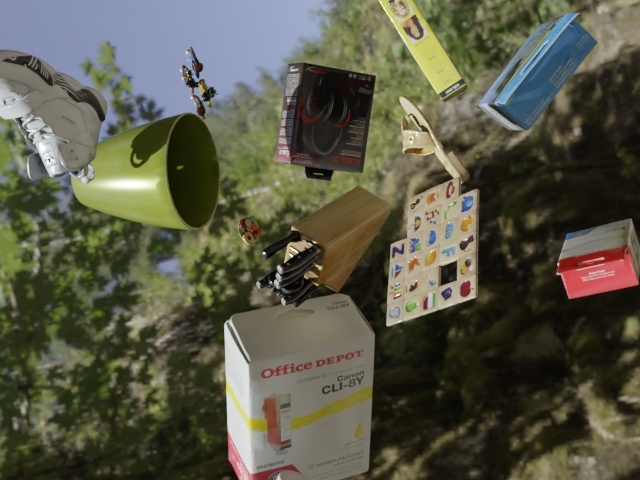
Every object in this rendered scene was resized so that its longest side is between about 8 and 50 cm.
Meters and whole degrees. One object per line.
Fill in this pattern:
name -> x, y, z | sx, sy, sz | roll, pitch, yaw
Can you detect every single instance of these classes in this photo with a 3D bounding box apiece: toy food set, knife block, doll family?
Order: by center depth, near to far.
knife block -> 0.000, 0.000, 1.838 | 0.275, 0.088, 0.242 | -56, -24, -2
doll family -> -0.320, -0.410, 2.544 | 0.111, 0.076, 0.193 | -115, 0, -59
toy food set -> -0.216, -0.033, 2.952 | 0.083, 0.020, 0.082 | -39, -75, -42

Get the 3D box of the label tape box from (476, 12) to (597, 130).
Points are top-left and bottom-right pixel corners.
label tape box -> 0.493, -0.373, 2.199 | 0.115, 0.249, 0.347 | 37, -174, -6

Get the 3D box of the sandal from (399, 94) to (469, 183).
sandal -> 0.217, -0.204, 2.106 | 0.240, 0.079, 0.088 | 53, 176, 14

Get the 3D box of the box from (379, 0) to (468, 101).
box -> 0.195, -0.375, 1.855 | 0.232, 0.058, 0.087 | 58, -168, 4

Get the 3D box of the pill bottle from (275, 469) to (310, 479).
pill bottle -> -0.072, 0.526, 1.907 | 0.137, 0.078, 0.078 | -66, -14, 15

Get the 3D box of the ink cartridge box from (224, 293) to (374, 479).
ink cartridge box -> -0.045, 0.331, 2.044 | 0.160, 0.279, 0.384 | -127, 32, -53

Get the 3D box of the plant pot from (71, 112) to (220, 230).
plant pot -> -0.429, -0.154, 2.312 | 0.275, 0.294, 0.274 | -2, -90, -71

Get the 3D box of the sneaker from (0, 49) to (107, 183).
sneaker -> -0.593, -0.252, 2.043 | 0.366, 0.137, 0.210 | 22, -119, -54

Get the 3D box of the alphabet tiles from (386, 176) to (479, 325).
alphabet tiles -> 0.189, 0.013, 1.645 | 0.009, 0.198, 0.237 | 26, -124, -34

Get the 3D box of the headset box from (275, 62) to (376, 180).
headset box -> 0.012, -0.306, 2.573 | 0.110, 0.218, 0.293 | -162, 80, -65

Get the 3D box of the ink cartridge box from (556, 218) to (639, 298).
ink cartridge box -> 0.536, 0.041, 1.870 | 0.078, 0.134, 0.231 | 69, -155, -12
